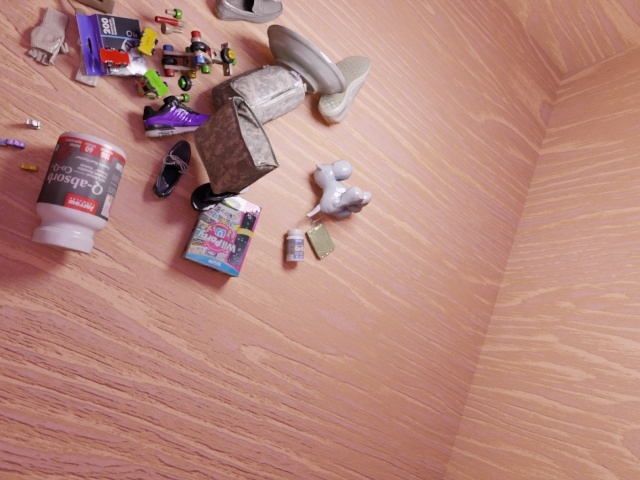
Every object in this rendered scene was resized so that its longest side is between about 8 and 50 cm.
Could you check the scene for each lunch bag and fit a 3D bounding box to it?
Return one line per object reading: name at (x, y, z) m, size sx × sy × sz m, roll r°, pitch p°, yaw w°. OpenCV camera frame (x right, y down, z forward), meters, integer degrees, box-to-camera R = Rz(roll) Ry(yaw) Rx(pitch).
lunch bag at (-0.238, -0.565, 1.749) m, size 0.305 × 0.256 × 0.212 m, roll -36°, pitch 127°, yaw -29°
lunch bag at (-0.317, -0.345, 1.590) m, size 0.169 × 0.235 × 0.287 m, roll -14°, pitch 80°, yaw -57°

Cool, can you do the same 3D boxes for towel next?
towel at (0.000, 0.000, 2.005) m, size 0.110 × 0.027 × 0.148 m, roll -35°, pitch 104°, yaw -28°

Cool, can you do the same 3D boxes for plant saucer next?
plant saucer at (-0.078, -0.722, 1.832) m, size 0.400 × 0.400 × 0.100 m, roll 34°, pitch 92°, yaw -24°

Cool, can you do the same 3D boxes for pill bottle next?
pill bottle at (-0.792, -0.149, 1.433) m, size 0.210 × 0.210 × 0.363 m, roll 17°, pitch 77°, yaw -29°
pill bottle at (-0.111, 0.023, 1.906) m, size 0.078 × 0.078 × 0.137 m, roll 1°, pitch 85°, yaw -31°

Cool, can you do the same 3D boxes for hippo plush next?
hippo plush at (0.067, -0.234, 1.996) m, size 0.294 × 0.234 × 0.236 m, roll -20°, pitch 75°, yaw 8°

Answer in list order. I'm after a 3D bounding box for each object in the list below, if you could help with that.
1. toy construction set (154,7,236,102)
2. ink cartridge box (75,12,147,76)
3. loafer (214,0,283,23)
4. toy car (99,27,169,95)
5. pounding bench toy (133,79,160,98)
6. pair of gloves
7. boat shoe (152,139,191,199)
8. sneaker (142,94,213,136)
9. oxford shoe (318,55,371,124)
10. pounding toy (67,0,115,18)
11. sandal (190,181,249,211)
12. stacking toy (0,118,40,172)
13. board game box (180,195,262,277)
toy construction set at (-0.473, -0.738, 1.702) m, size 0.237 × 0.257 × 0.309 m, roll -18°, pitch 80°, yaw -48°
ink cartridge box at (-0.742, -0.696, 1.568) m, size 0.208 × 0.045 × 0.206 m, roll -16°, pitch 105°, yaw -41°
loafer at (-0.291, -0.998, 1.863) m, size 0.319 × 0.111 × 0.112 m, roll -22°, pitch 96°, yaw -31°
toy car at (-0.644, -0.623, 1.585) m, size 0.239 × 0.053 × 0.225 m, roll -46°, pitch 114°, yaw -31°
pounding bench toy at (-0.652, -0.563, 1.644) m, size 0.065 × 0.052 × 0.083 m, roll -37°, pitch 105°, yaw -28°
pair of gloves at (-0.871, -0.677, 1.528) m, size 0.240 × 0.042 × 0.204 m, roll 24°, pitch 74°, yaw -27°
boat shoe at (-0.559, -0.276, 1.660) m, size 0.095 × 0.079 × 0.254 m, roll 34°, pitch 70°, yaw -24°
sneaker at (-0.529, -0.481, 1.666) m, size 0.293 × 0.102 × 0.146 m, roll -17°, pitch 108°, yaw -32°
oxford shoe at (0.114, -0.721, 2.087) m, size 0.130 × 0.169 × 0.449 m, roll 77°, pitch 34°, yaw -56°
pounding toy at (-0.818, -0.878, 1.533) m, size 0.181 × 0.094 × 0.206 m, roll 12°, pitch 72°, yaw -30°
sandal at (-0.382, -0.191, 1.665) m, size 0.254 × 0.054 × 0.097 m, roll -33°, pitch 98°, yaw -34°
stacking toy at (-1.025, -0.318, 1.399) m, size 0.221 × 0.052 × 0.167 m, roll 6°, pitch 83°, yaw -30°
board game box at (-0.387, -0.031, 1.735) m, size 0.224 × 0.097 × 0.303 m, roll 25°, pitch 74°, yaw -26°
